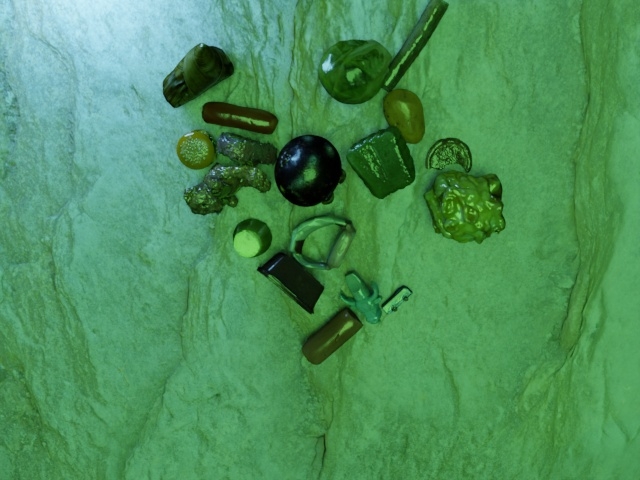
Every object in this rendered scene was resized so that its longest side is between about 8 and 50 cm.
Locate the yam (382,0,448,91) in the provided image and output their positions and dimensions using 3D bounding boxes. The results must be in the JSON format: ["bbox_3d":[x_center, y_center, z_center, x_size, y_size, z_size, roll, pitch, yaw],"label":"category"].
[{"bbox_3d":[0.347,-0.729,1.692,0.083,0.083,0.371,30,107,-11],"label":"yam"}]

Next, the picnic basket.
[{"bbox_3d":[-0.116,0.171,1.918,0.297,0.222,0.129,43,79,-13],"label":"picnic basket"}]

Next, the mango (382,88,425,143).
[{"bbox_3d":[0.333,-0.480,1.753,0.147,0.109,0.227,-32,107,9],"label":"mango"}]

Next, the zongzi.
[{"bbox_3d":[-0.464,-0.590,1.600,0.286,0.288,0.134,-33,100,9],"label":"zongzi"}]

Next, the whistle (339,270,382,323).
[{"bbox_3d":[0.195,0.256,1.998,0.186,0.093,0.274,-23,106,33],"label":"whistle"}]

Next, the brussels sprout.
[{"bbox_3d":[0.134,-0.621,1.655,0.271,0.210,0.219,-36,81,1],"label":"brussels sprout"}]

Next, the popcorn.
[{"bbox_3d":[0.566,-0.133,1.785,0.312,0.312,0.312,-1,108,-2],"label":"popcorn"}]

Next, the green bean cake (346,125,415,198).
[{"bbox_3d":[0.246,-0.300,1.777,0.222,0.125,0.248,-21,108,28],"label":"green bean cake"}]

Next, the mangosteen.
[{"bbox_3d":[-0.036,-0.260,1.740,0.288,0.288,0.288,-1,108,-2],"label":"mangosteen"}]

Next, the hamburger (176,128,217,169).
[{"bbox_3d":[-0.479,-0.355,1.766,0.162,0.115,0.162,0,107,-1],"label":"hamburger"}]

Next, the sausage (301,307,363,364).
[{"bbox_3d":[0.048,0.434,2.034,0.304,0.121,0.121,-42,104,10],"label":"sausage"}]

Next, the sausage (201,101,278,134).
[{"bbox_3d":[-0.313,-0.474,1.750,0.300,0.083,0.089,9,119,-3],"label":"sausage"}]

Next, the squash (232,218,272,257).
[{"bbox_3d":[-0.291,-0.002,1.890,0.170,0.123,0.170,0,103,1],"label":"squash"}]

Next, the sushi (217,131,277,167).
[{"bbox_3d":[-0.295,-0.356,1.771,0.161,0.241,0.107,29,112,30],"label":"sushi"}]

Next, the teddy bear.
[{"bbox_3d":[-0.364,-0.188,1.769,0.296,0.246,0.223,14,82,7],"label":"teddy bear"}]

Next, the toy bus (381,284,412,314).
[{"bbox_3d":[0.341,0.266,2.026,0.061,0.051,0.153,43,102,-8],"label":"toy bus"}]

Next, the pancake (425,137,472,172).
[{"bbox_3d":[0.524,-0.330,1.855,0.190,0.020,0.184,-31,107,8],"label":"pancake"}]

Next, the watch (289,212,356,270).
[{"bbox_3d":[0.000,0.000,1.893,0.241,0.162,0.253,26,103,4],"label":"watch"}]
